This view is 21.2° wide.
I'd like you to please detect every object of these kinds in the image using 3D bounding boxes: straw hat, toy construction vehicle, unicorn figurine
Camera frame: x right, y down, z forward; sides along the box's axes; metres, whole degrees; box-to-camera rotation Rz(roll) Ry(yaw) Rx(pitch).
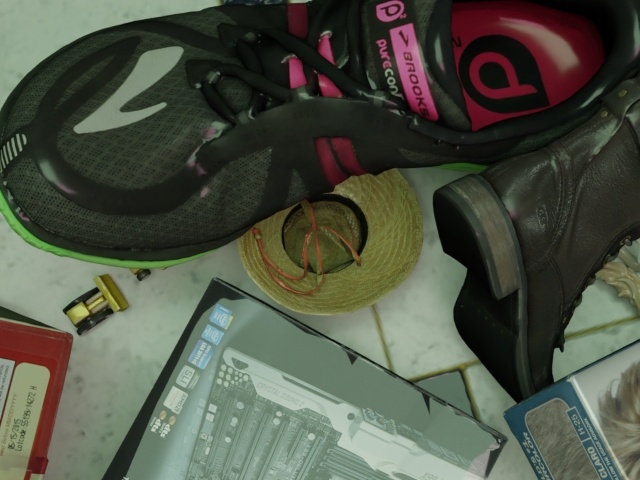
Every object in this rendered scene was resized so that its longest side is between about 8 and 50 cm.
[{"bbox_3d":[0.000,0.000,1.262,0.144,0.061,0.144,4,66,-10],"label":"straw hat"},{"bbox_3d":[-0.163,0.011,1.284,0.098,0.035,0.086,-32,83,-2],"label":"toy construction vehicle"},{"bbox_3d":[0.286,-0.004,1.259,0.111,0.060,0.162,46,106,10],"label":"unicorn figurine"}]

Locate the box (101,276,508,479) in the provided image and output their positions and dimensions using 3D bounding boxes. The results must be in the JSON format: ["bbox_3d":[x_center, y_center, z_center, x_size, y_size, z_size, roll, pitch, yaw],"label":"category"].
[{"bbox_3d":[-0.043,0.218,1.231,0.242,0.076,0.307,29,85,5],"label":"box"}]

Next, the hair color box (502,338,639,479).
[{"bbox_3d":[0.315,0.112,1.150,0.347,0.105,0.174,-24,81,-25],"label":"hair color box"}]

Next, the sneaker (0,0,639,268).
[{"bbox_3d":[0.008,-0.113,1.161,0.482,0.202,0.185,-15,78,-17],"label":"sneaker"}]

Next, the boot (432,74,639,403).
[{"bbox_3d":[0.203,-0.005,1.187,0.229,0.263,0.091,-30,49,-12],"label":"boot"}]

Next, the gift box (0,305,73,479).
[{"bbox_3d":[-0.315,0.144,1.156,0.276,0.258,0.255,19,86,-29],"label":"gift box"}]
